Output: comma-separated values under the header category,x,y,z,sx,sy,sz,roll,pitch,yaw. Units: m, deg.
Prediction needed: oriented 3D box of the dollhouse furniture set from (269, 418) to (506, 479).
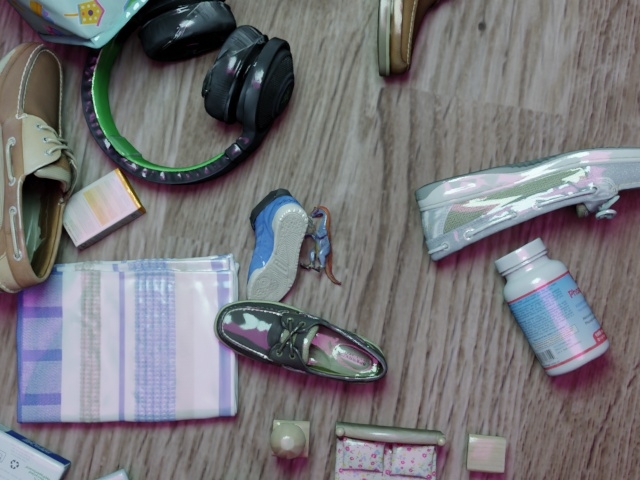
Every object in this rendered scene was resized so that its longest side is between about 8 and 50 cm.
category,x,y,z,sx,sy,sz,roll,pitch,yaw
dollhouse furniture set,0.042,0.373,1.036,0.356,0.174,0.303,4,84,1

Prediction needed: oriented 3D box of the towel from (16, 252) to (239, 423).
category,x,y,z,sx,sy,sz,roll,pitch,yaw
towel,-0.243,0.126,1.137,0.285,0.034,0.209,-2,83,0

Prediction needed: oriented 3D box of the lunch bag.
category,x,y,z,sx,sy,sz,roll,pitch,yaw
lunch bag,-0.333,-0.356,1.054,0.160,0.262,0.223,-47,126,-14

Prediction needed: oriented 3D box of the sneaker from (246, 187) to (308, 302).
category,x,y,z,sx,sy,sz,roll,pitch,yaw
sneaker,-0.063,0.006,1.145,0.058,0.084,0.152,6,117,-23

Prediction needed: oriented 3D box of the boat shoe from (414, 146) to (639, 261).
category,x,y,z,sx,sy,sz,roll,pitch,yaw
boat shoe,0.283,-0.051,1.121,0.321,0.118,0.103,-10,89,3

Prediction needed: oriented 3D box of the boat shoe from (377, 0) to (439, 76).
category,x,y,z,sx,sy,sz,roll,pitch,yaw
boat shoe,0.134,-0.359,1.156,0.105,0.111,0.307,7,83,2

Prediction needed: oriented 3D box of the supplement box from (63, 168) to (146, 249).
category,x,y,z,sx,sy,sz,roll,pitch,yaw
supplement box,-0.285,-0.040,1.156,0.098,0.036,0.062,-31,83,-3

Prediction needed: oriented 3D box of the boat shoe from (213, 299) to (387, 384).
category,x,y,z,sx,sy,sz,roll,pitch,yaw
boat shoe,-0.020,0.124,1.102,0.224,0.073,0.080,19,80,-8

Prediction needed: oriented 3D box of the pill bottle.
category,x,y,z,sx,sy,sz,roll,pitch,yaw
pill bottle,0.284,0.081,1.114,0.087,0.087,0.160,-28,84,-3

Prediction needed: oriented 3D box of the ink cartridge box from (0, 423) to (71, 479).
category,x,y,z,sx,sy,sz,roll,pitch,yaw
ink cartridge box,-0.460,0.325,1.107,0.223,0.045,0.223,29,84,3

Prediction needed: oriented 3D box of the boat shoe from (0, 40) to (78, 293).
category,x,y,z,sx,sy,sz,roll,pitch,yaw
boat shoe,-0.352,-0.089,1.102,0.117,0.123,0.324,1,79,22

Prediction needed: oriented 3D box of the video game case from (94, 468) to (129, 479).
category,x,y,z,sx,sy,sz,roll,pitch,yaw
video game case,-0.292,0.412,1.080,0.193,0.023,0.212,-21,93,-10

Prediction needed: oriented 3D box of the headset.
category,x,y,z,sx,sy,sz,roll,pitch,yaw
headset,-0.134,-0.245,1.106,0.243,0.185,0.394,45,97,5

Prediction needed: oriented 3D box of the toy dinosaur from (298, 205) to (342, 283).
category,x,y,z,sx,sy,sz,roll,pitch,yaw
toy dinosaur,0.000,0.000,1.160,0.090,0.047,0.082,35,73,-29
